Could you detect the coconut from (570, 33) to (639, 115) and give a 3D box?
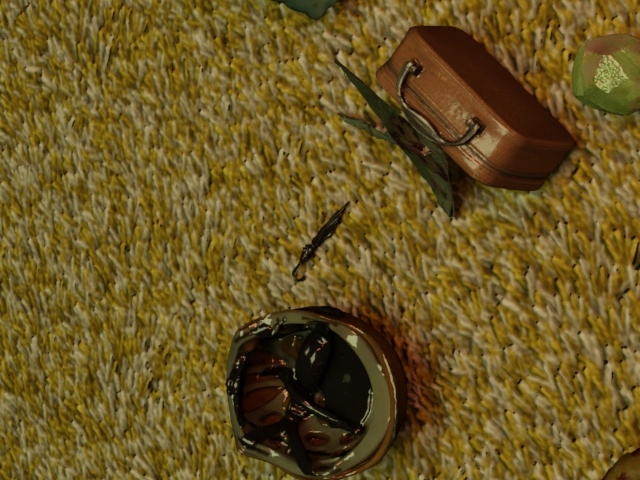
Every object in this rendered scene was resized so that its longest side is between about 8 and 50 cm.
[{"bbox_3d":[0.292,-0.161,1.675,0.083,0.081,0.082,-64,20,19],"label":"coconut"}]

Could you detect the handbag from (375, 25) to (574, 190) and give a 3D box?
[{"bbox_3d":[0.153,-0.134,1.733,0.193,0.151,0.072,49,116,20],"label":"handbag"}]

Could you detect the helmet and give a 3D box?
[{"bbox_3d":[0.007,0.160,1.896,0.224,0.130,0.198,4,103,26],"label":"helmet"}]

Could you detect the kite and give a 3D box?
[{"bbox_3d":[0.077,-0.105,1.808,0.229,0.012,0.250,54,170,-24],"label":"kite"}]

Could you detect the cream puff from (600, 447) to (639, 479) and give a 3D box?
[{"bbox_3d":[0.344,0.269,1.690,0.149,0.084,0.149,2,94,35],"label":"cream puff"}]

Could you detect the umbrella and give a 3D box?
[{"bbox_3d":[-0.002,-0.002,1.952,0.022,0.013,0.122,39,117,13],"label":"umbrella"}]

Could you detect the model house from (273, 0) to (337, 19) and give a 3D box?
[{"bbox_3d":[-0.029,-0.431,1.813,0.280,0.230,0.248,-43,47,30],"label":"model house"}]
